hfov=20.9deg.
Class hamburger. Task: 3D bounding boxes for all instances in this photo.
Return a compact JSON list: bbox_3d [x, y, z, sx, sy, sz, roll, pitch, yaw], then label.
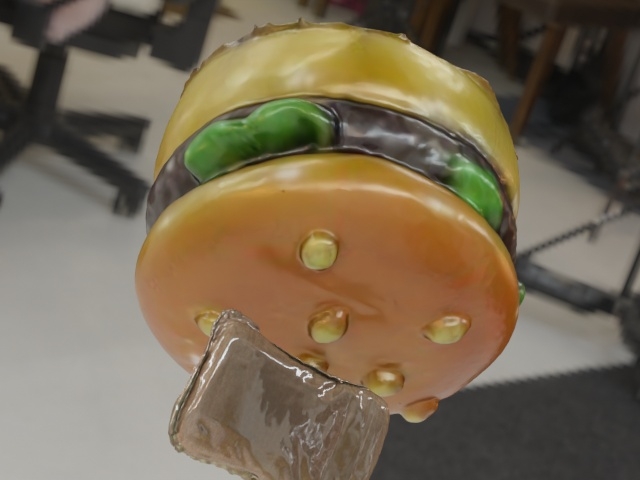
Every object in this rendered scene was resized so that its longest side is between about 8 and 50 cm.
[{"bbox_3d":[0.000,0.000,1.695,0.395,0.396,0.277,14,50,-9],"label":"hamburger"}]

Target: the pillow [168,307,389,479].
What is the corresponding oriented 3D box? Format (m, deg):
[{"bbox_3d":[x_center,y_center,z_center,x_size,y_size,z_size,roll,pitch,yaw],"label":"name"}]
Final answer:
[{"bbox_3d":[-0.032,0.162,1.537,0.211,0.135,0.034,33,-21,-26],"label":"pillow"}]
